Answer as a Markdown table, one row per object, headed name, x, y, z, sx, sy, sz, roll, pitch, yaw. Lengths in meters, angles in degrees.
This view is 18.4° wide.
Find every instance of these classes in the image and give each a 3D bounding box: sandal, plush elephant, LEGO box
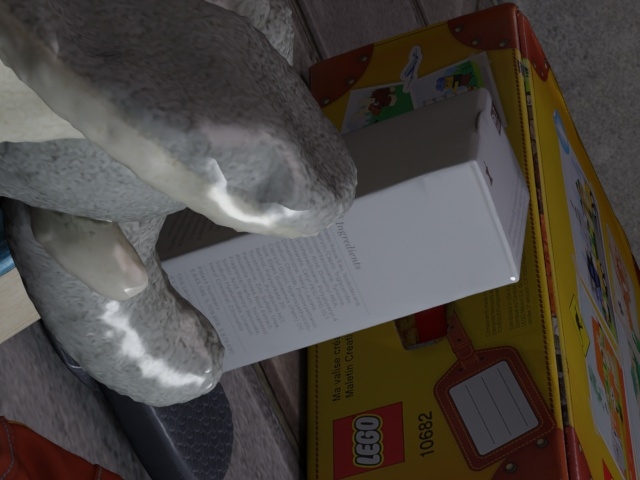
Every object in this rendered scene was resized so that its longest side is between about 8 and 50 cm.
| name | x | y | z | sx | sy | sz | roll | pitch | yaw |
| --- | --- | --- | --- | --- | --- | --- | --- | --- | --- |
| sandal | -0.120 | 0.038 | 1.054 | 0.097 | 0.054 | 0.254 | -65 | 141 | -52 |
| plush elephant | -0.121 | -0.035 | 0.576 | 0.272 | 0.255 | 0.330 | -88 | -176 | -53 |
| LEGO box | 0.145 | 0.125 | 1.562 | 0.500 | 0.193 | 0.372 | -90 | 157 | -44 |

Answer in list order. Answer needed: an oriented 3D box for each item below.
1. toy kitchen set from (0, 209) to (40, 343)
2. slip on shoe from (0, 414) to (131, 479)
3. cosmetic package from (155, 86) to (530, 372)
| name | x | y | z | sx | sy | sz | roll | pitch | yaw |
| --- | --- | --- | --- | --- | --- | --- | --- | --- | --- |
| toy kitchen set | -0.211 | -0.060 | 0.789 | 0.166 | 0.122 | 0.207 | 52 | 7 | -51 |
| slip on shoe | -0.157 | 0.169 | 0.724 | 0.101 | 0.123 | 0.331 | 38 | 28 | -4 |
| cosmetic package | 0.000 | 0.000 | 1.145 | 0.117 | 0.231 | 0.085 | -71 | 141 | -63 |
